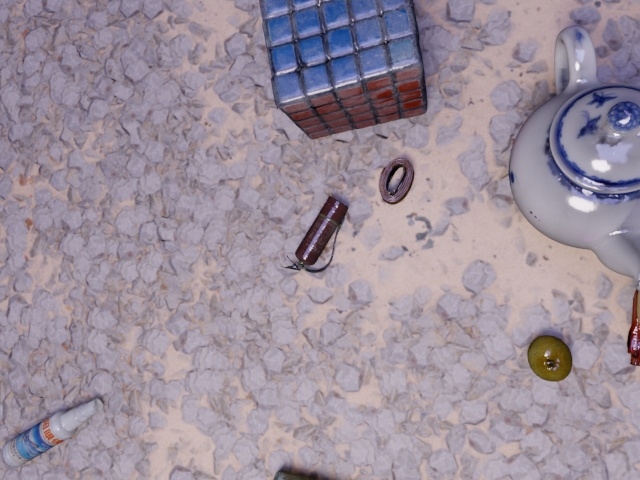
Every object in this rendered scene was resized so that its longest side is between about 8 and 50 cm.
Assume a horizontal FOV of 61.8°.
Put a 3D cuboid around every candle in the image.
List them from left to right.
[{"bbox_3d":[0.520,0.120,0.874,0.026,0.021,0.168,5,87,12],"label":"candle"}]

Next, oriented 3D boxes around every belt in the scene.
[{"bbox_3d":[0.136,-0.108,0.966,0.059,0.036,0.083,25,90,14],"label":"belt"}]

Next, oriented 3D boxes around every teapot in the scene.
[{"bbox_3d":[0.408,-0.121,0.776,0.252,0.280,0.425,-10,71,13],"label":"teapot"}]

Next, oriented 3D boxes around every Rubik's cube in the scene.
[{"bbox_3d":[0.044,-0.330,0.899,0.237,0.238,0.237,-10,85,10],"label":"Rubik's cube"}]

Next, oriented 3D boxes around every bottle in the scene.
[{"bbox_3d":[-0.525,0.374,1.058,0.217,0.060,0.060,-31,80,7],"label":"bottle"}]

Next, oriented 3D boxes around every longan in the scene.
[{"bbox_3d":[0.372,0.192,0.867,0.075,0.083,0.075,0,91,20],"label":"longan"}]

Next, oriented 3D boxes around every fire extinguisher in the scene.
[{"bbox_3d":[0.000,0.000,0.984,0.078,0.045,0.157,31,91,-9],"label":"fire extinguisher"}]

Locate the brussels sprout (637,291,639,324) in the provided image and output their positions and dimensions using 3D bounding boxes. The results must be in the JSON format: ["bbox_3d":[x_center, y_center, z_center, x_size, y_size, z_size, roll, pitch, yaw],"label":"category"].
[{"bbox_3d":[0.631,0.062,0.730,0.343,0.268,0.345,1,93,13],"label":"brussels sprout"}]

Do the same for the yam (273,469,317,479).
[{"bbox_3d":[-0.009,0.468,0.916,0.193,0.107,0.108,14,88,14],"label":"yam"}]
